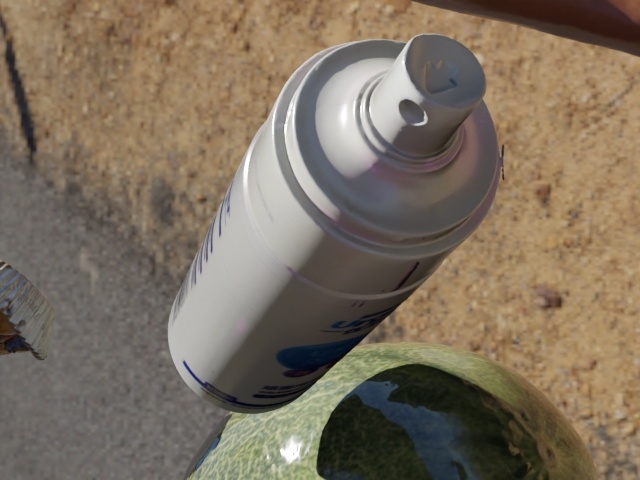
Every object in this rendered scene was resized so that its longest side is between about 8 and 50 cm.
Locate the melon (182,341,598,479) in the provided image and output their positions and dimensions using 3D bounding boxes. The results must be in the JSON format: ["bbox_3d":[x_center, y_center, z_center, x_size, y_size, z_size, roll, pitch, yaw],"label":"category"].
[{"bbox_3d":[0.037,0.184,0.704,0.302,0.238,0.237,-36,56,45],"label":"melon"}]

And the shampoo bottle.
[{"bbox_3d":[0.000,0.000,0.486,0.303,0.092,0.092,129,136,-63],"label":"shampoo bottle"}]

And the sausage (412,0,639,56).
[{"bbox_3d":[0.184,-0.136,0.599,0.094,0.419,0.094,-57,-19,-49],"label":"sausage"}]

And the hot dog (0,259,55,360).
[{"bbox_3d":[-0.251,0.038,0.762,0.192,0.053,0.099,12,143,38],"label":"hot dog"}]
